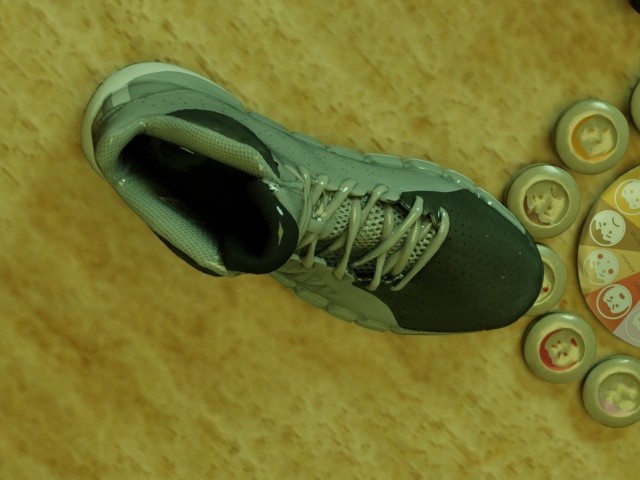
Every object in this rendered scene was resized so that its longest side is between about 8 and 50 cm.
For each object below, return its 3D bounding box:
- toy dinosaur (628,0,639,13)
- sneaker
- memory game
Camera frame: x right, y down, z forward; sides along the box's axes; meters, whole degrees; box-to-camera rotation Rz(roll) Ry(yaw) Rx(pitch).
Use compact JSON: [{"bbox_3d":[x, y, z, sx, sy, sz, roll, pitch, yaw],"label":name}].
[{"bbox_3d":[0.179,-0.196,0.719,0.160,0.121,0.313,-32,98,10],"label":"toy dinosaur"},{"bbox_3d":[0.000,0.000,0.708,0.228,0.132,0.086,21,102,-10],"label":"sneaker"},{"bbox_3d":[0.175,0.007,0.792,0.186,0.012,0.186,-1,103,-4],"label":"memory game"}]
